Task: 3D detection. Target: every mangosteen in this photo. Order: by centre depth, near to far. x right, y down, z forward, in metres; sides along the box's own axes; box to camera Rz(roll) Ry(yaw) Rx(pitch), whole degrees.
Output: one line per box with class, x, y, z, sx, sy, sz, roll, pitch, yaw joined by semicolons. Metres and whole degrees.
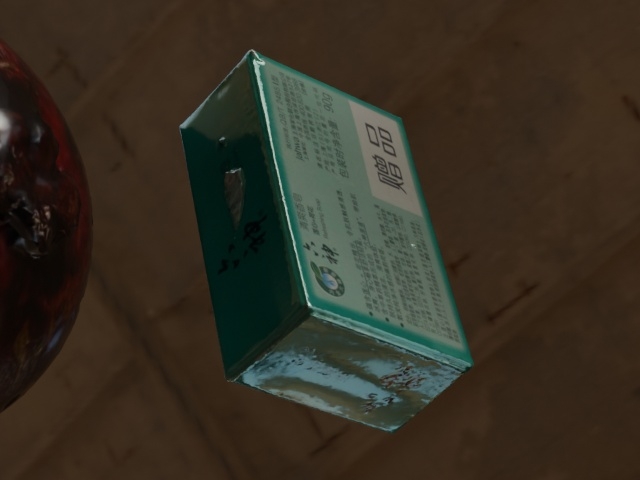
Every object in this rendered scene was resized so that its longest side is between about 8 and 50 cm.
mangosteen;-0.392;0.002;1.460;0.421;0.381;0.381;-24;-92;2

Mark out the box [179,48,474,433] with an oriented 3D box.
box;0.000;0.000;1.295;0.092;0.153;0.245;-43;-139;31
